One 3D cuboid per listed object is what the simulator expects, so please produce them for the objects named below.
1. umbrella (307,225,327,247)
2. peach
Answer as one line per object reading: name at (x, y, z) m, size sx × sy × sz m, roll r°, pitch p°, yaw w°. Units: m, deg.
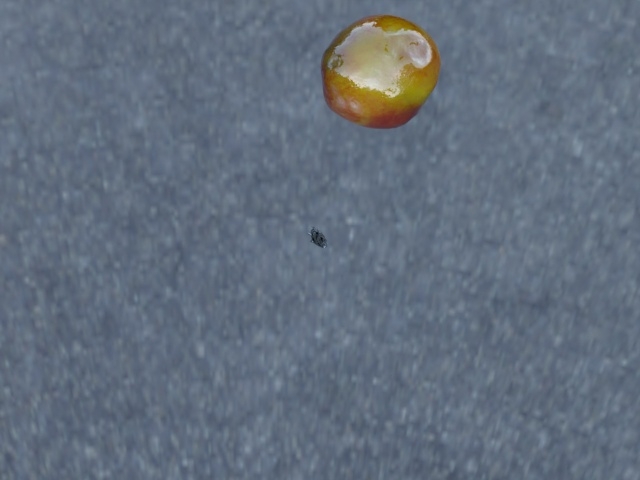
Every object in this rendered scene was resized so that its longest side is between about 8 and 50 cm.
umbrella at (-0.002, -0.002, 1.520) m, size 0.022 × 0.122 × 0.013 m, roll 37°, pitch 92°, yaw -3°
peach at (0.047, -0.144, 1.372) m, size 0.100 × 0.101 × 0.101 m, roll 1°, pitch 56°, yaw -2°
